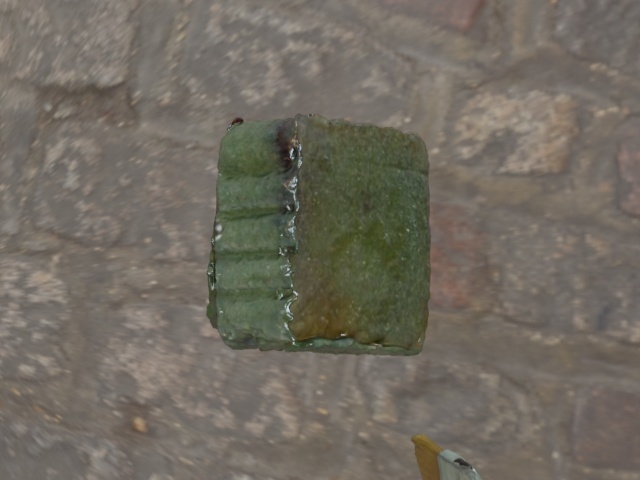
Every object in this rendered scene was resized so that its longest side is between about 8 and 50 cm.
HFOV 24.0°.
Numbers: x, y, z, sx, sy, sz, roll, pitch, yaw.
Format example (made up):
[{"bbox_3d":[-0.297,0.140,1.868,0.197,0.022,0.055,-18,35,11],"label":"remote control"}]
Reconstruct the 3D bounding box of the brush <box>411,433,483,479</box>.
[{"bbox_3d":[0.155,0.233,1.221,0.020,0.336,0.085,-19,106,-16],"label":"brush"}]

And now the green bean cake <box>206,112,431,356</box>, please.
[{"bbox_3d":[0.000,0.000,1.123,0.181,0.094,0.173,5,85,-53],"label":"green bean cake"}]
